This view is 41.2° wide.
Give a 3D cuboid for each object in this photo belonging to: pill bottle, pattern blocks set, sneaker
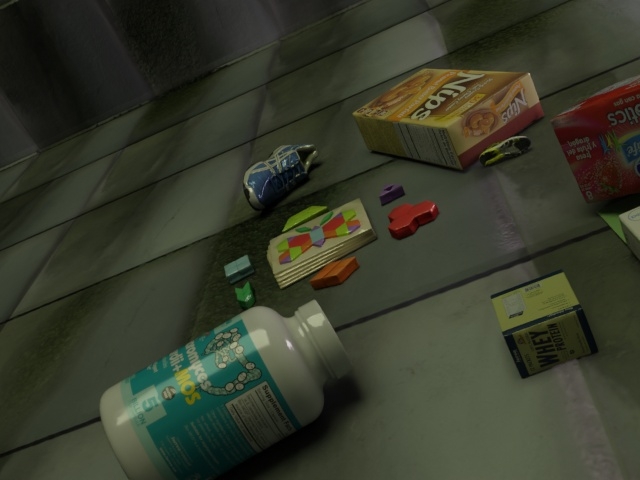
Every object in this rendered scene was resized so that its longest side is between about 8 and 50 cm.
[{"bbox_3d":[-0.098,0.169,0.948,0.264,0.146,0.146,-29,23,-5],"label":"pill bottle"},{"bbox_3d":[0.000,0.000,1.345,0.325,0.026,0.285,-32,23,-9],"label":"pattern blocks set"},{"bbox_3d":[0.287,-0.146,1.332,0.083,0.031,0.035,-19,24,18],"label":"sneaker"},{"bbox_3d":[-0.077,-0.132,1.633,0.081,0.080,0.211,-14,28,36],"label":"sneaker"}]

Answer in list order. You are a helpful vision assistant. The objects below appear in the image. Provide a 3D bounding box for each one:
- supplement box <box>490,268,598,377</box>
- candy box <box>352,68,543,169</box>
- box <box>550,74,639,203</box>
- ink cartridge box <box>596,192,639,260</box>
[{"bbox_3d":[0.230,0.085,0.883,0.083,0.056,0.083,-22,24,12],"label":"supplement box"},{"bbox_3d":[0.213,-0.222,1.496,0.183,0.087,0.316,-34,24,-16],"label":"candy box"},{"bbox_3d":[0.414,-0.140,0.981,0.128,0.122,0.257,-30,7,-30],"label":"box"},{"bbox_3d":[0.418,-0.041,0.949,0.171,0.056,0.235,-24,25,8],"label":"ink cartridge box"}]
